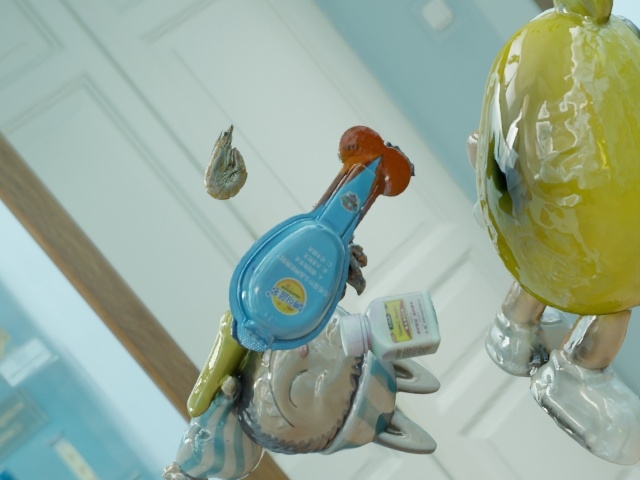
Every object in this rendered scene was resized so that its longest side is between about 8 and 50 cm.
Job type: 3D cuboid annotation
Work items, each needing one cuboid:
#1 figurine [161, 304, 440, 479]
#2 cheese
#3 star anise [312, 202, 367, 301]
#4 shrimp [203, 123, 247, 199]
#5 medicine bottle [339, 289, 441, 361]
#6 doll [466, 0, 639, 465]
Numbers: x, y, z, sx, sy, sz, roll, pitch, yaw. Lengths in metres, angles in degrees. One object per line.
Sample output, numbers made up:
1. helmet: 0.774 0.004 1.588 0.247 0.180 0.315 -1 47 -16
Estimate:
1. figurine: -0.011 0.277 1.545 0.361 0.377 0.266 -66 -5 30
2. cheese: 0.000 0.000 0.963 0.256 0.106 0.037 -55 17 -17
3. star anise: 0.021 0.016 1.319 0.042 0.141 0.141 -23 13 38
4. shrimp: -0.128 -0.108 1.423 0.023 0.059 0.108 116 173 -85
5. medicine bottle: 0.086 0.111 1.262 0.117 0.074 0.055 -8 -24 -5
6. doll: 0.247 0.006 0.921 0.161 0.348 0.423 -24 -23 -29
